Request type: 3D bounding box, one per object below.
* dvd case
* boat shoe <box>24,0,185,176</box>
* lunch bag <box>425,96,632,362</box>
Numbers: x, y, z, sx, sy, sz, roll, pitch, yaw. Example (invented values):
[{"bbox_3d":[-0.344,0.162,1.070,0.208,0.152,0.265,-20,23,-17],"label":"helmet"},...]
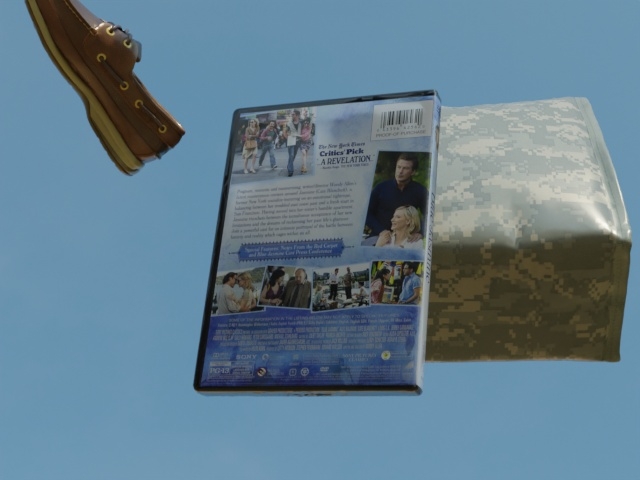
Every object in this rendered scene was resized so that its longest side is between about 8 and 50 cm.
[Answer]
[{"bbox_3d":[0.000,0.000,0.914,0.180,0.253,0.022,-3,-25,20],"label":"dvd case"},{"bbox_3d":[-0.159,-0.134,0.841,0.060,0.064,0.178,-28,-67,1],"label":"boat shoe"},{"bbox_3d":[0.144,-0.030,1.068,0.235,0.287,0.169,-1,-51,6],"label":"lunch bag"}]
